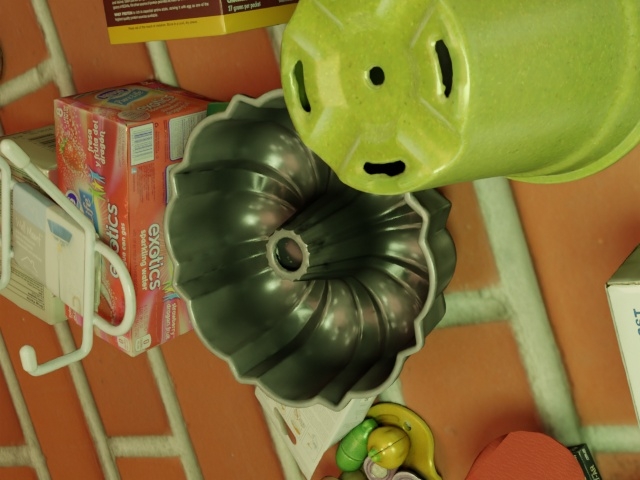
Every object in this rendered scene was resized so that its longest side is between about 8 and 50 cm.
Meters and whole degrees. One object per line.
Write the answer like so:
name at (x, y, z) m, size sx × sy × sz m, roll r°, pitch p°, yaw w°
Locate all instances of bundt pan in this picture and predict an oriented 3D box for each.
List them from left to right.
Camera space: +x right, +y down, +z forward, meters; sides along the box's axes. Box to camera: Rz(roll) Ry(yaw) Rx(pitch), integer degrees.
bundt pan at (0.000, 0.000, 1.046) m, size 0.330 × 0.124 × 0.331 m, roll 11°, pitch 109°, yaw 32°

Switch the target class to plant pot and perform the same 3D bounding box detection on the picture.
plant pot at (0.113, -0.153, 0.831) m, size 0.276 × 0.254 × 0.276 m, roll 17°, pitch 117°, yaw 38°

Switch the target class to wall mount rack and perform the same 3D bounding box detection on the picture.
wall mount rack at (-0.362, -0.021, 1.193) m, size 0.350 × 0.130 × 0.304 m, roll 29°, pitch 124°, yaw 38°

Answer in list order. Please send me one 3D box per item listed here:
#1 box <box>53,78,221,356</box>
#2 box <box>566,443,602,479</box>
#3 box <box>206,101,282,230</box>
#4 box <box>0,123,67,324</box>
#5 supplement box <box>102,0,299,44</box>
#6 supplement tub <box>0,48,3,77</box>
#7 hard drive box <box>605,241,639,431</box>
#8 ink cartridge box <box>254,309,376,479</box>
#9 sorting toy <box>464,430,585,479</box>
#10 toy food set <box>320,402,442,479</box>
box at (-0.222, -0.033, 1.257) m, size 0.142 × 0.154 × 0.300 m, roll 23°, pitch 121°, yaw 37°
box at (0.245, 0.246, 1.025) m, size 0.083 × 0.018 × 0.067 m, roll -23°, pitch 90°, yaw 45°
box at (-0.079, -0.076, 1.185) m, size 0.105 × 0.043 × 0.179 m, roll 6°, pitch 112°, yaw 41°
box at (-0.371, -0.026, 1.411) m, size 0.148 × 0.126 × 0.232 m, roll 24°, pitch 121°, yaw 34°
supplement box at (-0.135, -0.320, 1.082) m, size 0.191 × 0.129 × 0.194 m, roll 5°, pitch 110°, yaw 41°
supplement tub at (-0.568, -0.254, 1.455) m, size 0.106 × 0.198 × 0.106 m, roll 17°, pitch 116°, yaw 38°
hard drive box at (0.343, 0.088, 0.716) m, size 0.232 × 0.089 × 0.181 m, roll -5°, pitch 109°, yaw 37°
ink cartridge box at (-0.005, 0.173, 1.192) m, size 0.145 × 0.045 × 0.179 m, roll 53°, pitch 138°, yaw 32°
sorting toy at (0.304, 0.297, 0.905) m, size 0.365 × 0.126 × 0.127 m, roll 23°, pitch 78°, yaw 34°
toy food set at (0.055, 0.287, 1.178) m, size 0.128 × 0.071 × 0.218 m, roll 45°, pitch 131°, yaw 20°
